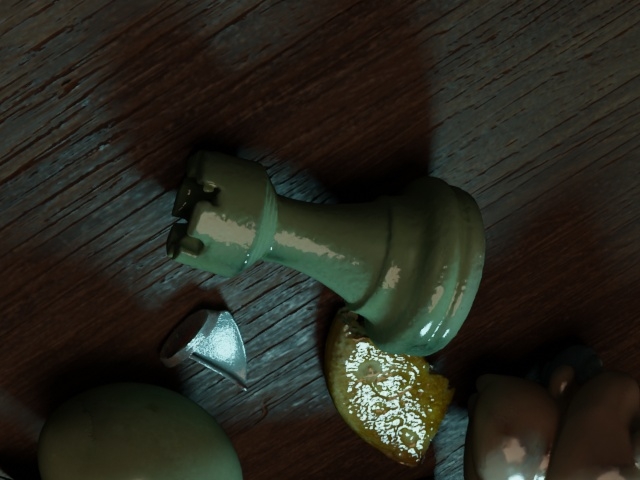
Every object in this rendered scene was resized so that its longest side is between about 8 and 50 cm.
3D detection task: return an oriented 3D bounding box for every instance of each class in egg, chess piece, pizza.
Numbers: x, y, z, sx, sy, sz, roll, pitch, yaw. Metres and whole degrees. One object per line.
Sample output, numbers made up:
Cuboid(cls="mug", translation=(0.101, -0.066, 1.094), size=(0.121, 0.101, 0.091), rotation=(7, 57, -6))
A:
Cuboid(cls="egg", translation=(-0.197, 0.253, 1.412), size=(0.253, 0.186, 0.186), rotation=(28, 110, -33))
Cuboid(cls="chess piece", translation=(0.000, 0.000, 1.329), size=(0.299, 0.195, 0.195), rotation=(15, 116, -18))
Cuboid(cls="pizza", translation=(0.079, 0.176, 1.543), size=(0.134, 0.056, 0.271), rotation=(-34, 126, 7))

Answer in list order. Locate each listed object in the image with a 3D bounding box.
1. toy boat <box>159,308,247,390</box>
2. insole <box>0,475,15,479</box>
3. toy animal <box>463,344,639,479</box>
Cuboid(cls="toy boat", translation=(-0.114, 0.125, 1.461), size=(0.096, 0.034, 0.122), rotation=(-45, 134, 12))
Cuboid(cls="insole", translation=(-0.277, 0.309, 1.500), size=(0.253, 0.086, 0.005), rotation=(31, 71, -38))
Cuboid(cls="toy animal", translation=(0.285, 0.251, 1.555), size=(0.221, 0.230, 0.210), rotation=(-17, 148, -13))
